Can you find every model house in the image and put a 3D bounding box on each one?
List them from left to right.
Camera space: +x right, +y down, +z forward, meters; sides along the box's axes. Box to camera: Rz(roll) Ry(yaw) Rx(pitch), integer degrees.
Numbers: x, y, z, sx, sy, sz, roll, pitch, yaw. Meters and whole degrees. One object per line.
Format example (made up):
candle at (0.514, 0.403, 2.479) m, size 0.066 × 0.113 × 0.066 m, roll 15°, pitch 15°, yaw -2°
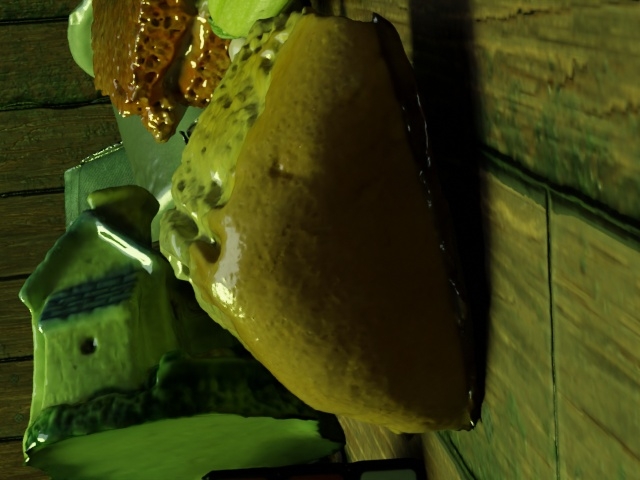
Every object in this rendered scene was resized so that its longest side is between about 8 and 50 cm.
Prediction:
model house at (-0.102, 0.064, 0.953) m, size 0.214 × 0.195 × 0.189 m, roll 43°, pitch -147°, yaw -63°

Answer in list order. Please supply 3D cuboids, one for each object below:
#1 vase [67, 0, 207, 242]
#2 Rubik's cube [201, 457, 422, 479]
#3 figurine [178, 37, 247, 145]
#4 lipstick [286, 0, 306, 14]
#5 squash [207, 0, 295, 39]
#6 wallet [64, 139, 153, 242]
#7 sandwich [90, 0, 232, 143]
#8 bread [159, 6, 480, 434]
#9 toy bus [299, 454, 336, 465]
vase at (-0.115, -0.129, 1.417) m, size 0.245 × 0.245 × 0.291 m, roll 95°, pitch 159°, yaw -56°
Rubik's cube at (-0.003, 0.252, 0.989) m, size 0.160 × 0.163 × 0.162 m, roll 106°, pitch 161°, yaw -71°
figurine at (-0.030, -0.067, 1.110) m, size 0.144 × 0.182 × 0.257 m, roll -53°, pitch 3°, yaw 3°
lipstick at (-0.025, -0.191, 1.308) m, size 0.038 × 0.038 × 0.131 m, roll 92°, pitch 170°, yaw -49°
squash at (-0.043, -0.210, 1.006) m, size 0.224 × 0.094 × 0.094 m, roll 129°, pitch 137°, yaw -59°
wallet at (-0.163, -0.032, 1.621) m, size 0.075 × 0.342 × 0.237 m, roll 14°, pitch -119°, yaw -54°
sandwich at (-0.141, -0.212, 1.213) m, size 0.292 × 0.109 × 0.212 m, roll -121°, pitch 46°, yaw -58°
bread at (0.000, 0.000, 0.786) m, size 0.204 × 0.162 × 0.262 m, roll 20°, pitch 130°, yaw 70°
toy bus at (-0.023, 0.338, 1.325) m, size 0.275 × 0.138 × 0.167 m, roll -108°, pitch 12°, yaw -51°
